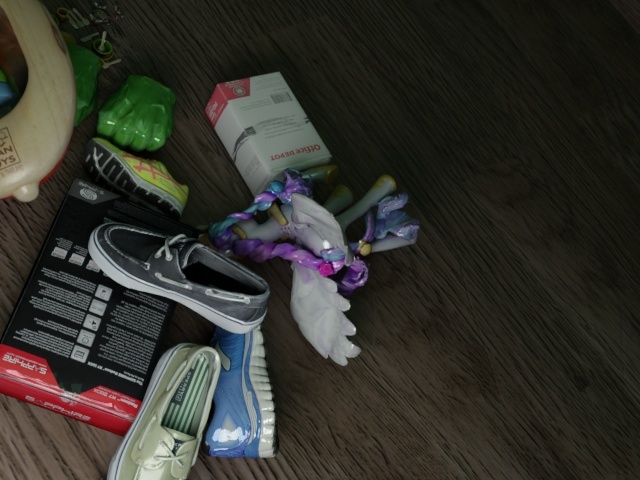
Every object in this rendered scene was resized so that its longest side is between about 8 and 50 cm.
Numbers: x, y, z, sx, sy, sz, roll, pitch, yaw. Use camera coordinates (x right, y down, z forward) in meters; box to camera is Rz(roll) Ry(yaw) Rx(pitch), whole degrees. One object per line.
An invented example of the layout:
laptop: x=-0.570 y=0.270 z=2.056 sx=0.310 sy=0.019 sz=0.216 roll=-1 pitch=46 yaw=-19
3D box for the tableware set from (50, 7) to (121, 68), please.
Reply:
tableware set: x=-0.457 y=-0.383 z=1.778 sx=0.154 sy=0.024 sz=0.104 roll=49 pitch=50 yaw=6

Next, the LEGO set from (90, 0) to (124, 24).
LEGO set: x=-0.425 y=-0.442 z=1.840 sx=0.083 sy=0.023 sz=0.054 roll=-4 pitch=64 yaw=-46

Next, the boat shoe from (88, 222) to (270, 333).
boat shoe: x=-0.216 y=0.037 z=1.441 sx=0.301 sy=0.102 sz=0.108 roll=28 pitch=47 yaw=6

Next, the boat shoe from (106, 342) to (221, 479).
boat shoe: x=-0.222 y=0.283 z=1.327 sx=0.109 sy=0.094 sz=0.302 roll=23 pitch=67 yaw=-23

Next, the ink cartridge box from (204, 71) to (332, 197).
ink cartridge box: x=-0.102 y=-0.206 z=1.817 sx=0.158 sy=0.092 sz=0.218 roll=-19 pitch=69 yaw=-36

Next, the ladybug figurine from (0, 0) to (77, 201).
ladybug figurine: x=-0.544 y=-0.245 z=1.515 sx=0.305 sy=0.162 sz=0.449 roll=-23 pitch=72 yaw=-5

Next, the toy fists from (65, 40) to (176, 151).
toy fists: x=-0.398 y=-0.247 z=1.678 sx=0.279 sy=0.096 sz=0.142 roll=25 pitch=44 yaw=-11

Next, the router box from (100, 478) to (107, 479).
router box: x=-0.257 y=0.435 z=1.340 sx=0.133 sy=0.046 sz=0.179 roll=10 pitch=56 yaw=-23

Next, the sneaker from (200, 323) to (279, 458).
sneaker: x=-0.157 y=0.199 z=1.487 sx=0.147 sy=0.130 sz=0.330 roll=-7 pitch=44 yaw=-8

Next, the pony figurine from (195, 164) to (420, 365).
pony figurine: x=0.000 y=0.000 z=1.657 sx=0.363 sy=0.303 sz=0.351 roll=-24 pitch=42 yaw=-35

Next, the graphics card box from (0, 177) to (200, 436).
graphics card box: x=-0.350 y=0.099 z=1.477 sx=0.232 sy=0.094 sz=0.371 roll=23 pitch=53 yaw=-14

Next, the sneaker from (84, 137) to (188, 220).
sneaker: x=-0.321 y=-0.115 z=1.651 sx=0.208 sy=0.081 sz=0.094 roll=39 pitch=42 yaw=-10
